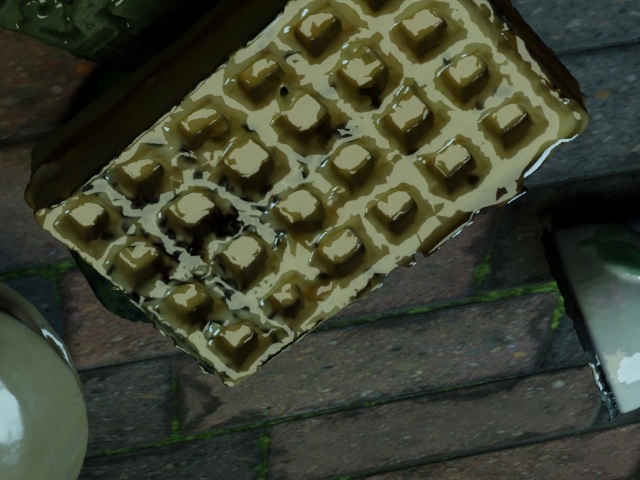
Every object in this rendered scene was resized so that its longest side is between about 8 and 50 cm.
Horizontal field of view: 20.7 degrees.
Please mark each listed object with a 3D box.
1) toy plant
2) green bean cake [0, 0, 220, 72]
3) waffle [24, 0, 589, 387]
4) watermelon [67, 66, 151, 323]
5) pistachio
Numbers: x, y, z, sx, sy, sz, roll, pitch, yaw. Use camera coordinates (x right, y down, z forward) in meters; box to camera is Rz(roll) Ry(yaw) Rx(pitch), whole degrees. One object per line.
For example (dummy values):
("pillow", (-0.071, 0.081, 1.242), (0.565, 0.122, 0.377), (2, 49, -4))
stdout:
("toy plant", (0.435, 0.037, 1.977), (0.332, 0.247, 0.247), (-22, 150, 8))
("green bean cake", (-0.127, -0.237, 1.331), (0.227, 0.125, 0.222), (-39, 144, 29))
("waffle", (-0.015, -0.078, 1.342), (0.376, 0.114, 0.261), (-36, 124, 16))
("watermelon", (-0.086, -0.018, 1.606), (0.292, 0.250, 0.283), (16, 144, -39))
("pistachio", (-0.424, 0.185, 1.794), (0.365, 0.281, 0.445), (-15, 135, 0))
